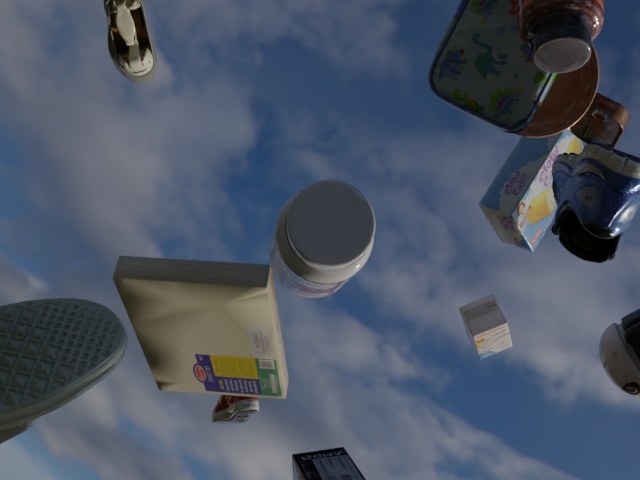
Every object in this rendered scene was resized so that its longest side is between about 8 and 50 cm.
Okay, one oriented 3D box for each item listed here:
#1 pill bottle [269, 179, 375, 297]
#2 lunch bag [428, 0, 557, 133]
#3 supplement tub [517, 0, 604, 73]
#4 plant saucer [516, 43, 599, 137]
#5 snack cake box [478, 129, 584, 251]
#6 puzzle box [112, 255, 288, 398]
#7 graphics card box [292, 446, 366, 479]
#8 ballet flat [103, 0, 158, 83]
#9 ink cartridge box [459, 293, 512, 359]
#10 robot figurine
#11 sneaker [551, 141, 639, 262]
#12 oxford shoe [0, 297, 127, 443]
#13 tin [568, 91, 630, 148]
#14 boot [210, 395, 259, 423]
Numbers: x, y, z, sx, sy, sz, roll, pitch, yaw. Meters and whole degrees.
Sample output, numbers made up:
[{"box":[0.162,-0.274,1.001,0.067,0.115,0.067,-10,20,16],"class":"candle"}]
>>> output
[{"box":[0.000,0.000,1.903,0.224,0.224,0.392,43,-13,3],"class":"pill bottle"},{"box":[0.266,-0.281,1.197,0.176,0.219,0.090,28,10,11],"class":"lunch bag"},{"box":[0.301,-0.309,1.038,0.106,0.198,0.106,5,-26,2],"class":"supplement tub"},{"box":[0.347,-0.267,1.335,0.200,0.200,0.037,49,3,-6],"class":"plant saucer"},{"box":[0.469,-0.129,1.802,0.089,0.264,0.152,22,-17,41],"class":"snack cake box"},{"box":[-0.210,0.175,1.553,0.271,0.052,0.409,3,-38,5],"class":"puzzle box"},{"box":[0.042,0.457,1.116,0.371,0.094,0.233,-156,-119,-75],"class":"graphics card box"},{"box":[-0.294,-0.306,1.268,0.213,0.072,0.068,89,-12,-53],"class":"ballet flat"},{"box":[0.402,0.208,2.015,0.143,0.092,0.090,62,5,-51],"class":"ink cartridge box"},{"box":[0.710,0.209,1.680,0.278,0.173,0.209,-31,-79,20],"class":"robot figurine"},{"box":[0.391,-0.048,1.226,0.129,0.147,0.330,23,2,10],"class":"sneaker"},{"box":[-0.449,0.209,1.009,0.169,0.449,0.130,47,-26,31],"class":"oxford shoe"},{"box":[0.531,-0.230,1.585,0.106,0.040,0.190,27,-6,13],"class":"tin"},{"box":[-0.227,0.382,2.158,0.244,0.088,0.176,-44,-132,54],"class":"boot"}]
